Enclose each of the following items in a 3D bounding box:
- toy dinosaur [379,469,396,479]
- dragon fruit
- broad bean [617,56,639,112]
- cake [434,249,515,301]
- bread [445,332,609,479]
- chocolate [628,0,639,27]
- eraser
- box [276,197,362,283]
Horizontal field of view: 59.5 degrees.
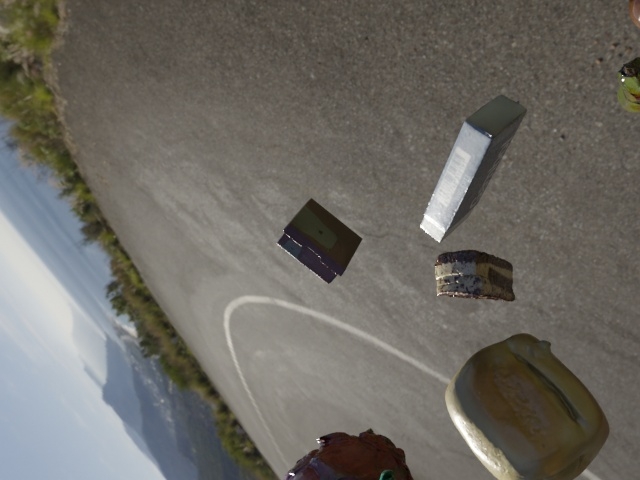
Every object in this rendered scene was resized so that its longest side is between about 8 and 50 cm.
[{"bbox_3d":[0.100,0.368,0.714,0.096,0.059,0.133,161,114,-65],"label":"toy dinosaur"},{"bbox_3d":[0.043,0.524,1.065,0.277,0.343,0.278,26,151,16],"label":"dragon fruit"},{"bbox_3d":[0.632,-0.302,1.122,0.077,0.061,0.339,56,-158,17],"label":"broad bean"},{"bbox_3d":[0.386,0.094,1.409,0.135,0.246,0.113,-6,78,36],"label":"cake"},{"bbox_3d":[0.564,0.490,1.558,0.376,0.347,0.253,51,169,40],"label":"bread"},{"bbox_3d":[0.751,-0.511,1.218,0.127,0.124,0.133,-51,34,38],"label":"chocolate"},{"bbox_3d":[0.207,-0.094,0.783,0.046,0.091,0.213,40,145,20],"label":"eraser"},{"bbox_3d":[0.000,0.000,1.694,0.215,0.215,0.086,39,122,-3],"label":"box"}]
